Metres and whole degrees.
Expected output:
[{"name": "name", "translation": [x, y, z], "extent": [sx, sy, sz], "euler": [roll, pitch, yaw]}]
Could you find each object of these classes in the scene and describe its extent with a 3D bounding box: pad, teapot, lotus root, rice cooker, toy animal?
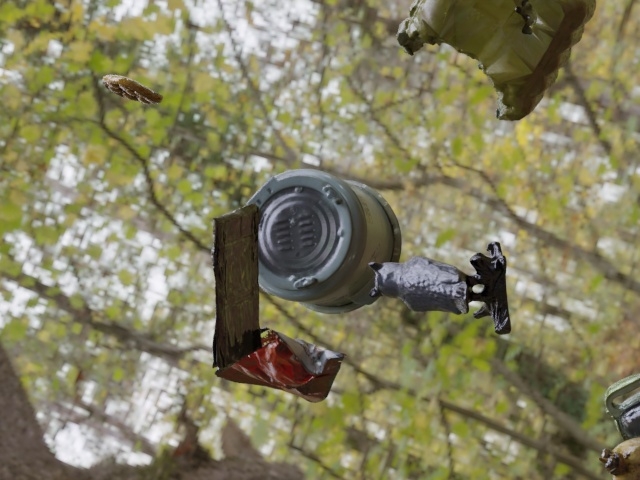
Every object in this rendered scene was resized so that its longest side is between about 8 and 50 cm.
[{"name": "pad", "translation": [-0.126, 0.068, 1.766], "extent": [0.174, 0.022, 0.233], "euler": [-29, -60, -69]}, {"name": "teapot", "translation": [0.510, 0.273, 1.896], "extent": [0.124, 0.091, 0.092], "euler": [68, -161, 2]}, {"name": "lotus root", "translation": [0.407, 0.284, 1.499], "extent": [0.152, 0.063, 0.072], "euler": [10, -74, -33]}, {"name": "rice cooker", "translation": [0.000, 0.000, 2.209], "extent": [0.264, 0.316, 0.317], "euler": [-48, -20, 9]}, {"name": "toy animal", "translation": [0.165, 0.078, 1.693], "extent": [0.117, 0.210, 0.121], "euler": [-62, -34, -63]}]

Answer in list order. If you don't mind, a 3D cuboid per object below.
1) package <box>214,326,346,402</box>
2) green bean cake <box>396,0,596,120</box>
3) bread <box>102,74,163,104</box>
[{"name": "package", "translation": [-0.059, 0.217, 1.972], "extent": [0.269, 0.194, 0.071], "euler": [-51, 15, 55]}, {"name": "green bean cake", "translation": [0.251, -0.313, 1.719], "extent": [0.233, 0.236, 0.124], "euler": [-60, -11, 28]}, {"name": "bread", "translation": [-0.328, -0.263, 2.063], "extent": [0.024, 0.110, 0.110], "euler": [-71, -21, -8]}]
